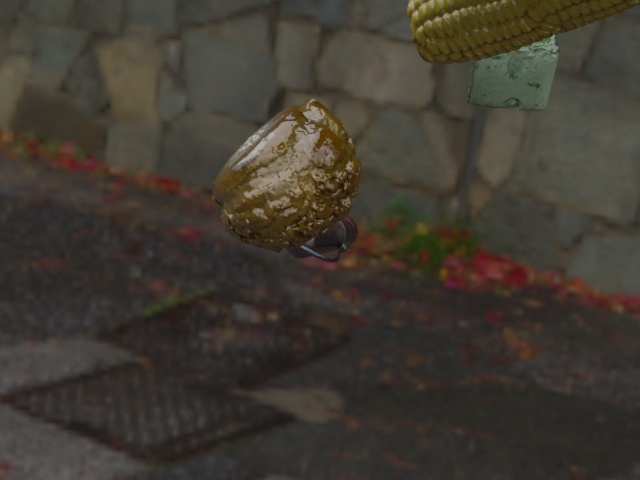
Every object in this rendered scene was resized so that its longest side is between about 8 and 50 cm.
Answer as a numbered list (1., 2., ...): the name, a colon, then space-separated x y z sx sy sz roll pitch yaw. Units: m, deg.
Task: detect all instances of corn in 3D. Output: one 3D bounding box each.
1. corn: 0.204 -0.222 1.422 0.305 0.106 0.106 -23 -5 36

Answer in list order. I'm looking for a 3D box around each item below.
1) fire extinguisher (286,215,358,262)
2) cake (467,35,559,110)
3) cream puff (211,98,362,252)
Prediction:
1. fire extinguisher: 0.000 0.000 2.073 0.078 0.045 0.157 33 17 20
2. cake: 0.250 -0.266 2.103 0.099 0.100 0.235 12 46 6
3. cream puff: -0.027 -0.055 1.618 0.150 0.115 0.165 -28 18 52
